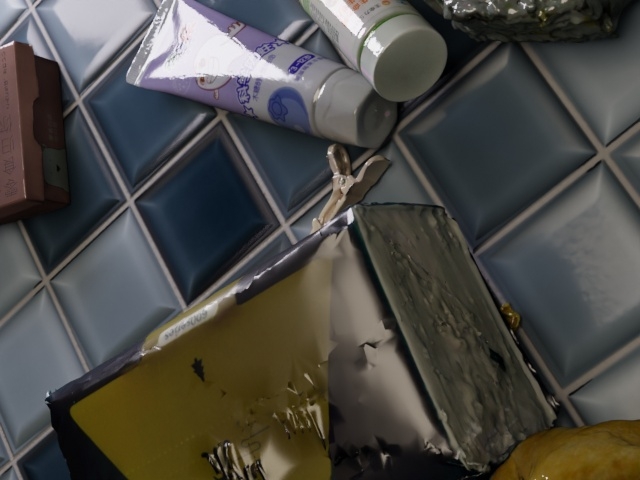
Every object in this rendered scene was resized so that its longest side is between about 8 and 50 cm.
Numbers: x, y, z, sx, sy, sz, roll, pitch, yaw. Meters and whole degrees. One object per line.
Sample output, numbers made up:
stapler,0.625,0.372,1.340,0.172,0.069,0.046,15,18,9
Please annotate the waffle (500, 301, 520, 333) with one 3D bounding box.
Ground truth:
waffle,0.167,0.106,1.174,0.078,0.016,0.085,-20,73,33

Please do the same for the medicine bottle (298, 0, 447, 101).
medicine bottle,0.051,-0.227,1.224,0.086,0.086,0.183,-52,45,16

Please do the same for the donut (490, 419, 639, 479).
donut,0.263,0.302,0.939,0.360,0.170,0.360,0,101,2

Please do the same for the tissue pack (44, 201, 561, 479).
tissue pack,-0.022,0.167,1.136,0.417,0.253,0.264,-31,76,26

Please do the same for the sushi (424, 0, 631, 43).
sushi,0.190,-0.281,1.136,0.274,0.139,0.184,2,84,32

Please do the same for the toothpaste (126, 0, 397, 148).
toothpaste,-0.076,-0.187,1.341,0.371,0.080,0.125,25,88,38

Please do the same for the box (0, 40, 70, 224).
box,-0.433,-0.125,1.545,0.215,0.086,0.215,-15,76,30

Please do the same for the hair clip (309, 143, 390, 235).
hair clip,0.000,0.000,1.284,0.072,0.034,0.226,31,102,35
